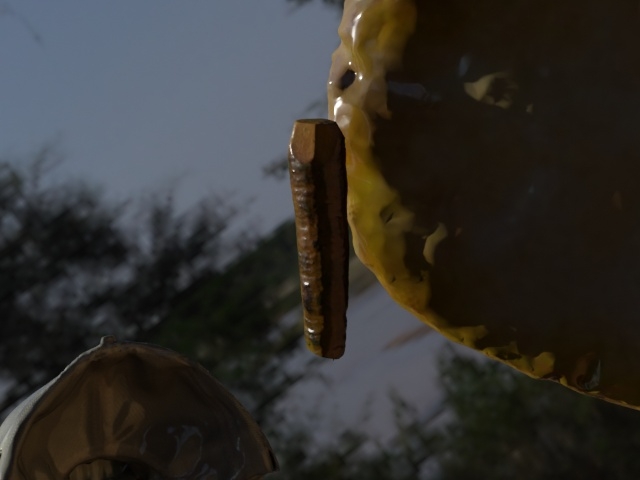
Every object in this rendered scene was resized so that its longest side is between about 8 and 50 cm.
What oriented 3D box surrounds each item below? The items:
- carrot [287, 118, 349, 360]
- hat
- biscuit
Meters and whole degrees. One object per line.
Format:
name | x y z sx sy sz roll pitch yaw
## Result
carrot | 0.000 0.000 1.253 0.042 0.171 0.042 -2 16 1
hat | -0.167 0.191 1.352 0.219 0.164 0.226 -4 -27 -29
biscuit | 0.224 -0.089 1.380 0.104 0.446 0.429 -57 -22 -81
